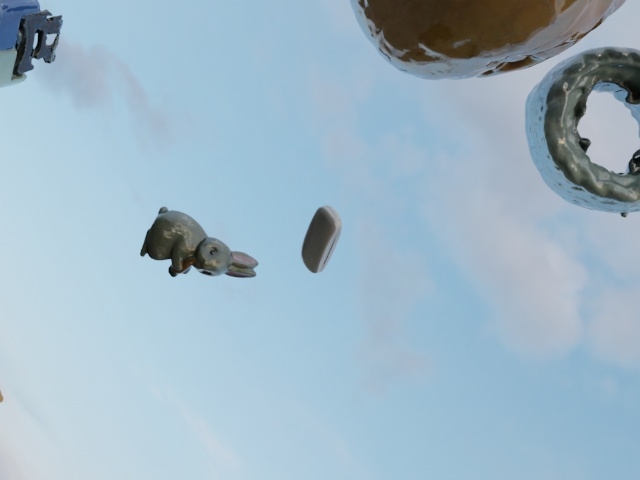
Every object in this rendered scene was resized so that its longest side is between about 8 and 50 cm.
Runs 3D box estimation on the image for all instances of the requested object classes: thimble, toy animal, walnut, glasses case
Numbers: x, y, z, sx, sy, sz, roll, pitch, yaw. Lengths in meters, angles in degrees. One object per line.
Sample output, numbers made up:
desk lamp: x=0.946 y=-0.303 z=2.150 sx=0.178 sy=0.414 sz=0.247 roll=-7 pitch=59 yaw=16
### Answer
thimble: x=0.403 y=-0.144 z=0.862 sx=0.250 sy=0.205 sz=0.172 roll=44 pitch=5 yaw=2
toy animal: x=-0.262 y=0.025 z=1.370 sx=0.252 sy=0.125 sz=0.127 roll=18 pitch=-49 yaw=4
walnut: x=0.124 y=-0.216 z=0.466 sx=0.222 sy=0.195 sz=0.195 roll=-20 pitch=-80 yaw=58
glasses case: x=0.000 y=0.000 z=1.202 sx=0.063 sy=0.041 sz=0.164 roll=50 pitch=-39 yaw=26

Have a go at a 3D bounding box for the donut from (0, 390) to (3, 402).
donut: x=-0.268 y=0.157 z=0.386 sx=0.065 sy=0.166 sz=0.108 roll=31 pitch=-40 yaw=-8

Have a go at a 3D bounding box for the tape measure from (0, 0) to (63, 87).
tape measure: x=-0.401 y=-0.226 z=0.460 sx=0.351 sy=0.215 sz=0.097 roll=33 pitch=-58 yaw=6
